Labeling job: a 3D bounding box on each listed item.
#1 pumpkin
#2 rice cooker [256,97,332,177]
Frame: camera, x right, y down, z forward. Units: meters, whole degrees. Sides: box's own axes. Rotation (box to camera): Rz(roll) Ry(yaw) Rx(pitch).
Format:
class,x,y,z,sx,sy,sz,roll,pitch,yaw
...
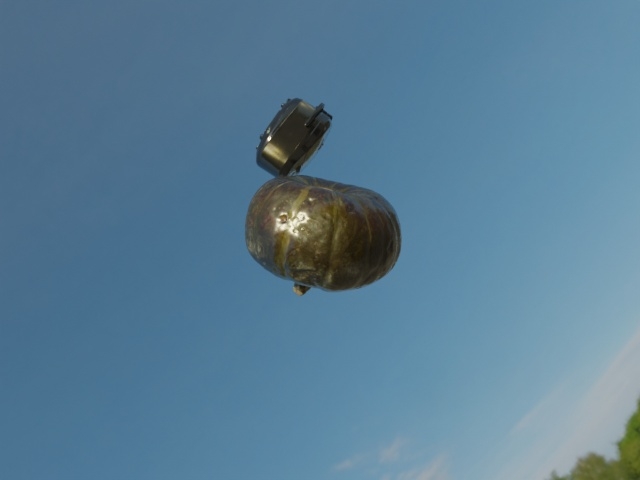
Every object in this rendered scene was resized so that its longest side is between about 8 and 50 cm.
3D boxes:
class,x,y,z,sx,sy,sz,roll,pitch,yaw
pumpkin,0.000,0.000,1.000,0.219,0.219,0.162,0,-72,-53
rice cooker,-0.049,-0.185,1.347,0.165,0.106,0.112,-64,3,-28
